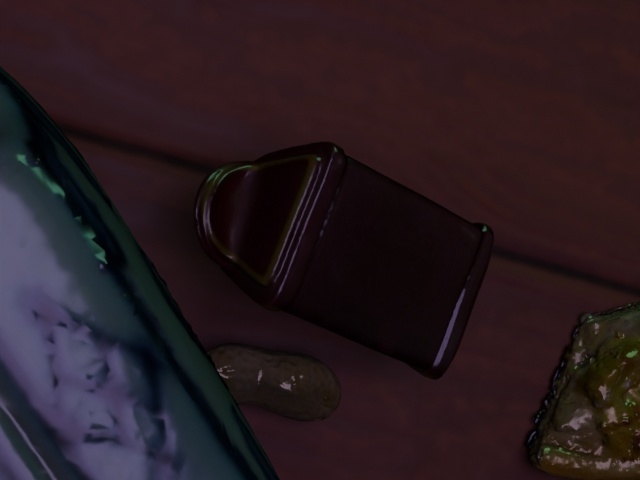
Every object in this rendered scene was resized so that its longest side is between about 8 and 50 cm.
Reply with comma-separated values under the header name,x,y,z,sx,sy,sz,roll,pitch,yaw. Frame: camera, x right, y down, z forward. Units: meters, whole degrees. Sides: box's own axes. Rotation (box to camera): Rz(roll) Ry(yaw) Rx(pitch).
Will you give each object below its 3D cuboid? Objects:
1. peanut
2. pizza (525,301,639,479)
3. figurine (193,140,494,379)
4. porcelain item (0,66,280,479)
name,x,y,z,sx,sy,sz,roll,pitch,yaw
peanut,-0.029,0.072,0.775,0.083,0.037,0.037,8,87,-17
pizza,0.188,0.082,0.834,0.160,0.036,0.099,-10,92,-16
figurine,-0.001,0.000,0.749,0.154,0.098,0.082,25,85,-34
porcelain item,-0.125,0.066,0.621,0.157,0.286,0.281,-34,96,-8
